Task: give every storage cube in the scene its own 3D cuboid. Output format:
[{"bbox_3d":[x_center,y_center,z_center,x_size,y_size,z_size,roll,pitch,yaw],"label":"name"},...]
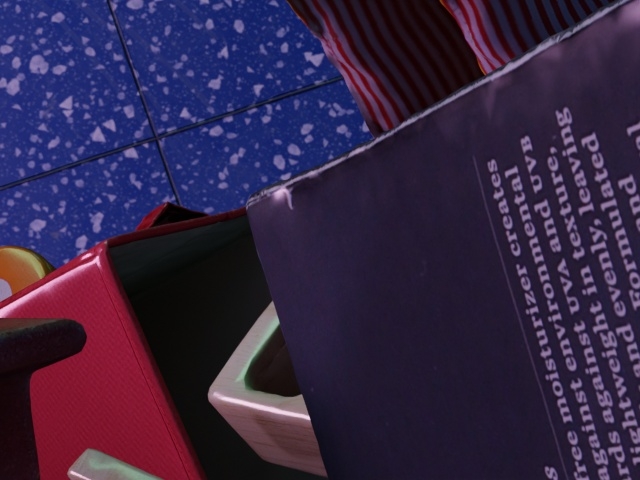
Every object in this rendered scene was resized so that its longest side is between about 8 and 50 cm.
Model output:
[{"bbox_3d":[-0.077,0.106,0.869,0.193,0.215,0.183,-28,-6,32],"label":"storage cube"}]

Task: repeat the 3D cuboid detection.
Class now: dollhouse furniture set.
[{"bbox_3d":[0.000,0.000,0.629,0.152,0.201,0.374,5,49,49],"label":"dollhouse furniture set"}]

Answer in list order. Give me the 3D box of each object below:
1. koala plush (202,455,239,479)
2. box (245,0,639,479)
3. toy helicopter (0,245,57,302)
[{"bbox_3d":[0.039,0.096,1.087,0.221,0.203,0.196,3,-22,-3],"label":"koala plush"},{"bbox_3d":[0.182,0.007,0.473,0.296,0.183,0.294,-16,-2,-24],"label":"box"},{"bbox_3d":[-0.273,0.146,1.094,0.355,0.235,0.140,-5,-29,25],"label":"toy helicopter"}]
